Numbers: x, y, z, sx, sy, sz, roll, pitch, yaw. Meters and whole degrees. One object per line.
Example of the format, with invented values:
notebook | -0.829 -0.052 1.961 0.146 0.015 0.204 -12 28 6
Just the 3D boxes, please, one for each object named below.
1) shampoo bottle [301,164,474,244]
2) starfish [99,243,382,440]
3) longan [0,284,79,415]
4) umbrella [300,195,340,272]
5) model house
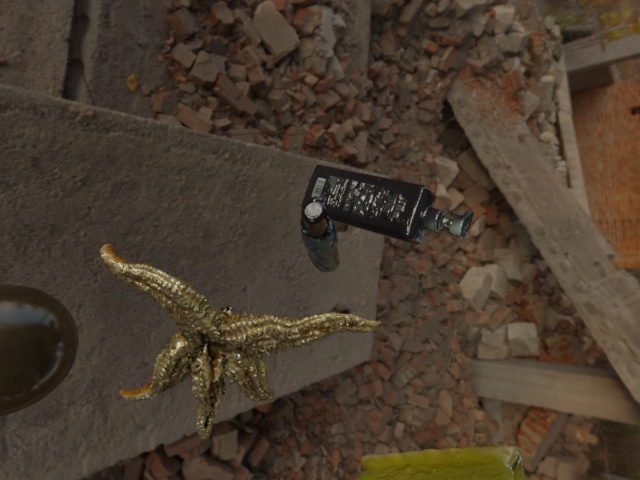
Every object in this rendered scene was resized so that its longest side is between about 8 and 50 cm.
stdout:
shampoo bottle | 0.109 -0.060 0.782 0.071 0.310 0.098 23 86 -54
starfish | -0.115 0.148 0.553 0.302 0.293 0.084 11 38 -11
longan | -0.438 0.151 0.588 0.205 0.159 0.184 -33 135 -22
umbrella | 0.000 0.002 0.659 0.250 0.052 0.053 77 -4 -73
model house | 0.134 0.299 0.477 0.234 0.194 0.174 -18 92 -69
